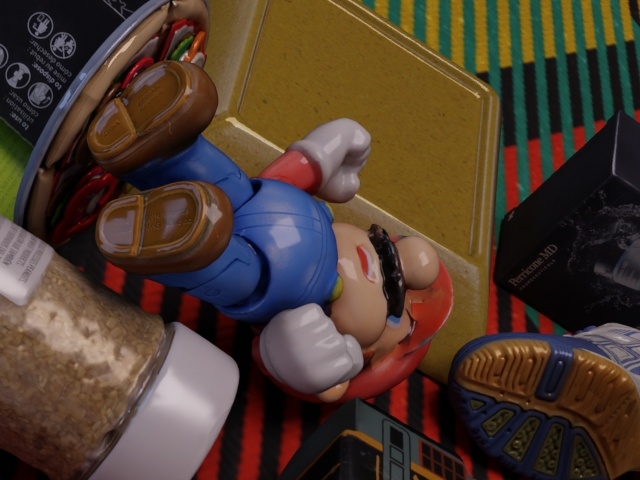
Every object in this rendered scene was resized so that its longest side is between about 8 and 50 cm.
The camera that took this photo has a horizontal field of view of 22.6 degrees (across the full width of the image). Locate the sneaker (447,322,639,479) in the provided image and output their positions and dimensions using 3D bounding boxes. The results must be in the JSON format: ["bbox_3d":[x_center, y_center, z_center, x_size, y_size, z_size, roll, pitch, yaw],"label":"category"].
[{"bbox_3d":[0.212,0.120,1.251,0.296,0.112,0.131,16,22,-27],"label":"sneaker"}]

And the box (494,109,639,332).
[{"bbox_3d":[0.256,0.004,1.335,0.158,0.156,0.093,33,40,-13],"label":"box"}]

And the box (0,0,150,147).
[{"bbox_3d":[-0.218,-0.202,1.073,0.247,0.163,0.142,41,10,-2],"label":"box"}]

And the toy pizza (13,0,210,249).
[{"bbox_3d":[-0.124,-0.071,1.025,0.032,0.201,0.201,34,36,8],"label":"toy pizza"}]

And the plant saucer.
[{"bbox_3d":[0.022,-0.086,1.273,0.332,0.081,0.333,30,40,-17],"label":"plant saucer"}]

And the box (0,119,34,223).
[{"bbox_3d":[-0.265,-0.067,1.024,0.178,0.042,0.109,35,37,-11],"label":"box"}]

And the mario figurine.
[{"bbox_3d":[0.000,0.000,1.012,0.320,0.170,0.198,36,73,-54],"label":"mario figurine"}]

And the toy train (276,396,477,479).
[{"bbox_3d":[0.104,0.236,1.002,0.334,0.142,0.190,30,30,-17],"label":"toy train"}]

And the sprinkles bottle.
[{"bbox_3d":[-0.221,0.028,0.910,0.355,0.121,0.121,34,38,-12],"label":"sprinkles bottle"}]
